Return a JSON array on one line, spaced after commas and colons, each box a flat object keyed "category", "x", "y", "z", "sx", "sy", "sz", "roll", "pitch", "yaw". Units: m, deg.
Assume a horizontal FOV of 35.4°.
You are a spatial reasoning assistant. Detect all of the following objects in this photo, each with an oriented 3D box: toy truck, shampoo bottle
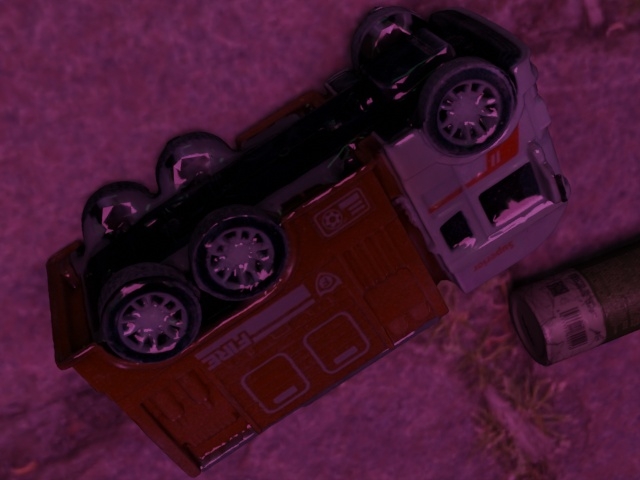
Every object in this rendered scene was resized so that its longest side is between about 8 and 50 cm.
[{"category": "toy truck", "x": 0.000, "y": 0.000, "z": 0.605, "sx": 0.305, "sy": 0.136, "sz": 0.162, "roll": -33, "pitch": 122, "yaw": 0}, {"category": "shampoo bottle", "x": 0.240, "y": 0.025, "z": 0.723, "sx": 0.204, "sy": 0.065, "sz": 0.065, "roll": -20, "pitch": 114, "yaw": -8}]
